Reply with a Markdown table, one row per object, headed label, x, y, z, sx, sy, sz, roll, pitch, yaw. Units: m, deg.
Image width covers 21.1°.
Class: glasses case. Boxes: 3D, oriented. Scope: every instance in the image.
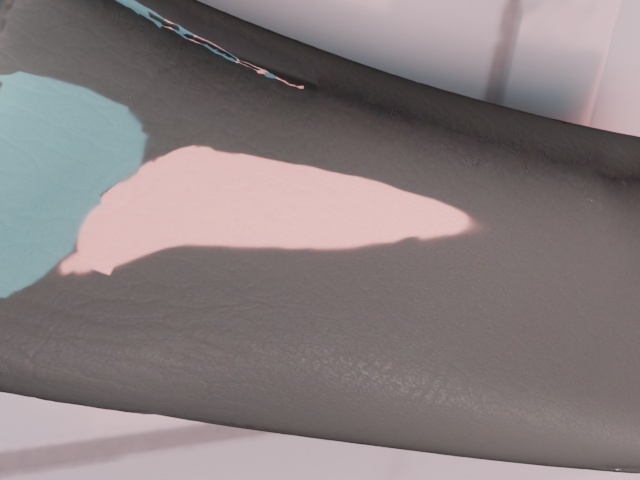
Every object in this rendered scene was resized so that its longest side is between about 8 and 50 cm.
| label | x | y | z | sx | sy | sz | roll | pitch | yaw |
| --- | --- | --- | --- | --- | --- | --- | --- | --- | --- |
| glasses case | 0.001 | -0.002 | 0.528 | 0.308 | 0.083 | 0.128 | 14 | 103 | -36 |
